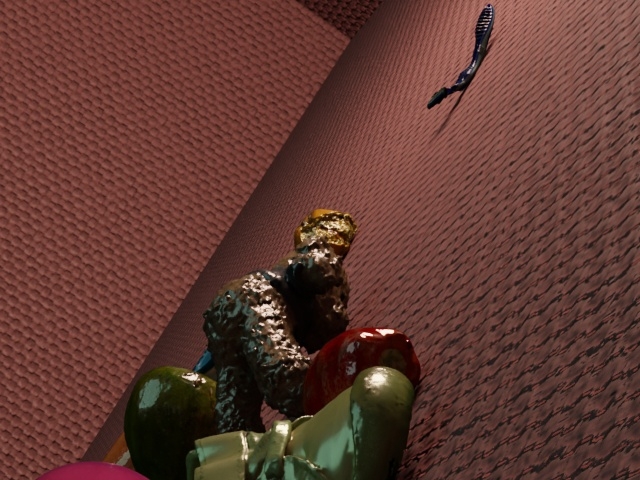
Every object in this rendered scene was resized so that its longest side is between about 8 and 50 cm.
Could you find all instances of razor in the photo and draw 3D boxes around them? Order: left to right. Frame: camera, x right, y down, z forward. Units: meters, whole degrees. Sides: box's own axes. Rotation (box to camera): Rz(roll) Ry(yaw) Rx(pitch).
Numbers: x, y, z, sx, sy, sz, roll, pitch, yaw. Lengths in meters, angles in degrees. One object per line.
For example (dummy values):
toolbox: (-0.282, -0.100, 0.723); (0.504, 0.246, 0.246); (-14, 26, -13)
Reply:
razor: (0.168, -0.206, 2.076); (0.154, 0.028, 0.044); (-60, 9, -30)

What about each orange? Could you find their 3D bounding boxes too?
orange: (0.000, 0.000, 2.121); (0.086, 0.062, 0.086); (-56, 3, 5)

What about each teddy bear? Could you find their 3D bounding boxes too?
teddy bear: (-0.042, 0.084, 1.672); (0.182, 0.129, 0.251); (-49, 9, 33)

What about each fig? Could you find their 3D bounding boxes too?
fig: (-0.155, 0.214, 1.933); (0.123, 0.123, 0.156); (151, 141, -77)

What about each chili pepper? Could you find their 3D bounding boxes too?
chili pepper: (0.027, 0.102, 1.341); (0.073, 0.070, 0.123); (-40, -4, -27)

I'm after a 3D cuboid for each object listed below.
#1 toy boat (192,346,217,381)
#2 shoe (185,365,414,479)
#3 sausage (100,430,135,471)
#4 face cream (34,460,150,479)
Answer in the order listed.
toy boat: (-0.085, 0.123, 2.116); (0.096, 0.061, 0.299); (-59, 8, -30)
shoe: (-0.036, 0.189, 1.199); (0.262, 0.128, 0.140); (-56, 19, 19)
sausage: (-0.208, 0.278, 2.061); (0.274, 0.105, 0.105); (-56, 6, -4)
face cream: (-0.207, 0.301, 1.566); (0.175, 0.175, 0.195); (-54, 7, 15)
